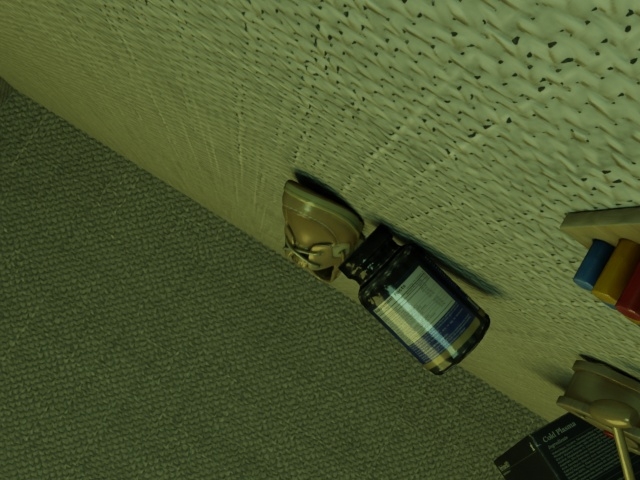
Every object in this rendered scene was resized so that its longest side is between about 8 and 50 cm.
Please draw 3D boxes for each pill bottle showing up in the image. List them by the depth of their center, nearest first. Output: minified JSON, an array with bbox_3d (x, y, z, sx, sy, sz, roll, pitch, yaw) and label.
[{"bbox_3d":[0.136,0.084,1.035,0.219,0.123,0.123,45,174,3],"label":"pill bottle"}]

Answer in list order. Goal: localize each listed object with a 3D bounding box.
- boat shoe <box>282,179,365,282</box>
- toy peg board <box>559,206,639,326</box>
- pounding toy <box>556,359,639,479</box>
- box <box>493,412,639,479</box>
[{"bbox_3d":[0.000,0.000,1.153,0.122,0.110,0.341,29,173,20],"label":"boat shoe"},{"bbox_3d":[0.262,0.052,0.499,0.161,0.079,0.161,33,173,-10],"label":"toy peg board"},{"bbox_3d":[0.444,0.289,1.063,0.154,0.154,0.269,17,165,49],"label":"pounding toy"},{"bbox_3d":[0.537,0.518,1.392,0.312,0.179,0.343,59,168,23],"label":"box"}]
